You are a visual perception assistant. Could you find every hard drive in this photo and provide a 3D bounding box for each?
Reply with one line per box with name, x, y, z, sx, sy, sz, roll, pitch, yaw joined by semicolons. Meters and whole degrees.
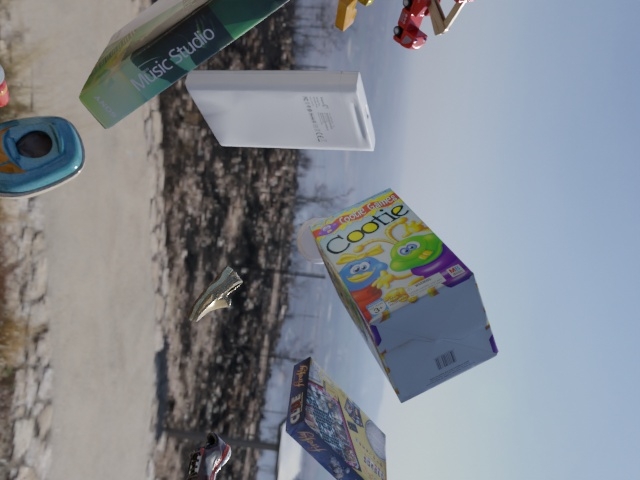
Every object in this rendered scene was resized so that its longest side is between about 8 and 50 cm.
hard drive;-0.076;-0.269;1.503;0.233;0.353;0.047;65;32;-61

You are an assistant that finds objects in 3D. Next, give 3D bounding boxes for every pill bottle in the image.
pill bottle;0.000;0.000;1.664;0.193;0.108;0.108;-25;120;-88

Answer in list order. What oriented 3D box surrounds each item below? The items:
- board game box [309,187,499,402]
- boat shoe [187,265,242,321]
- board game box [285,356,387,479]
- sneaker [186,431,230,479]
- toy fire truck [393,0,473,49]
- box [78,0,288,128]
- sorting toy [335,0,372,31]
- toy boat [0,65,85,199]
board game box;0.104;0.062;0.992;0.142;0.144;0.275;67;-5;-30
boat shoe;-0.250;0.139;1.756;0.068;0.072;0.190;-49;-177;47
board game box;0.034;0.346;1.293;0.243;0.042;0.165;49;22;-22
sneaker;-0.221;0.409;1.297;0.065;0.061;0.158;60;27;-16
toy fire truck;0.226;-0.458;1.445;0.047;0.135;0.192;-18;141;-36
box;-0.142;-0.287;0.888;0.058;0.322;0.232;49;18;-29
sorting toy;0.100;-0.468;1.105;0.229;0.041;0.307;-47;167;-23
toy boat;-0.697;-0.249;1.621;0.318;0.267;0.148;63;-19;12
